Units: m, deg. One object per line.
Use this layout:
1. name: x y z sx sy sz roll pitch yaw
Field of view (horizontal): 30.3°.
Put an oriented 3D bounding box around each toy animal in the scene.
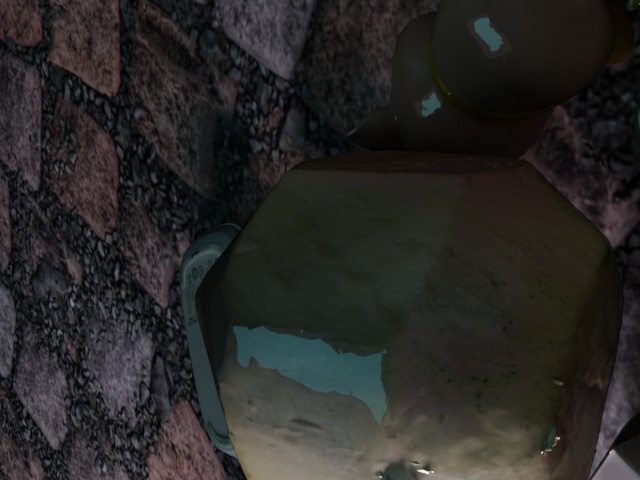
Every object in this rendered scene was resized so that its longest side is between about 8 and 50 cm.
1. toy animal: 0.146 -0.144 0.947 0.165 0.149 0.248 31 140 -1

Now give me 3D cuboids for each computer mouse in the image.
1. computer mouse: -0.085 0.124 1.409 0.159 0.097 0.288 -27 70 55

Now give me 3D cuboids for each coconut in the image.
1. coconut: 0.057 0.085 0.929 0.352 0.352 0.353 23 121 46

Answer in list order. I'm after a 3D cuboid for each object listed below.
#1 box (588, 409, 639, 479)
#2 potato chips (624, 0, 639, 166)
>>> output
1. box: 0.330 0.292 0.889 0.333 0.145 0.173 48 134 31
2. potato chips: 0.358 -0.117 0.739 0.373 0.097 0.389 24 123 53
